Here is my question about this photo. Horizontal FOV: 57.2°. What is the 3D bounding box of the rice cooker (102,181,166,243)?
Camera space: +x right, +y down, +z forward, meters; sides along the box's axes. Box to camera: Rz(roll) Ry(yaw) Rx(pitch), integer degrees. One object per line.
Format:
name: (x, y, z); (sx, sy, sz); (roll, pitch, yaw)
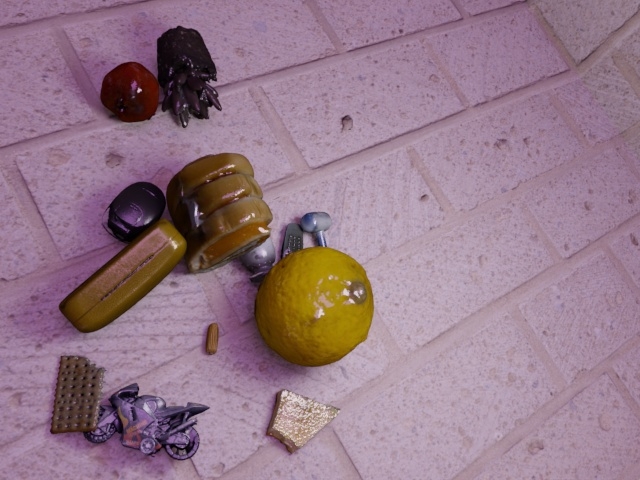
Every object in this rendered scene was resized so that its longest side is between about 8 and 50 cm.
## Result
rice cooker: (-0.552, -0.081, 1.750); (0.142, 0.118, 0.203); (38, 60, -2)

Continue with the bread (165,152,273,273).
bread: (-0.320, -0.106, 1.738); (0.210, 0.300, 0.342); (13, 56, -62)

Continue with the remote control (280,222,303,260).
remote control: (-0.093, 0.047, 1.911); (0.072, 0.042, 0.222); (11, 66, -16)

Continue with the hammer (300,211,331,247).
hammer: (0.000, 0.000, 1.948); (0.116, 0.069, 0.194); (-6, 81, -54)

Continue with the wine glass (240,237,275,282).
wine glass: (-0.201, 0.026, 1.839); (0.111, 0.111, 0.205); (-14, 77, -25)

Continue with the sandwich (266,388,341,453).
sandwich: (-0.051, 0.539, 1.707); (0.192, 0.058, 0.163); (22, 64, -13)

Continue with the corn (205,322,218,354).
corn: (-0.318, 0.288, 1.726); (0.037, 0.037, 0.092); (10, 62, -16)

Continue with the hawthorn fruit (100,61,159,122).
hawthorn fruit: (-0.602, -0.482, 1.884); (0.185, 0.185, 0.202); (21, 44, -11)

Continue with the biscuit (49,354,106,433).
biscuit: (-0.632, 0.399, 1.534); (0.143, 0.016, 0.203); (-5, 65, 11)

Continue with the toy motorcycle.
toy motorcycle: (-0.458, 0.473, 1.550); (0.307, 0.108, 0.173); (15, 64, -8)

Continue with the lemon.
lemon: (-0.008, 0.186, 1.699); (0.349, 0.387, 0.350); (20, 56, -33)

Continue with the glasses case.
glasses case: (-0.533, 0.104, 1.627); (0.371, 0.173, 0.141); (-43, 104, -15)

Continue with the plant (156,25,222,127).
plant: (-0.433, -0.540, 1.941); (0.181, 0.194, 0.321); (-2, 71, -46)
